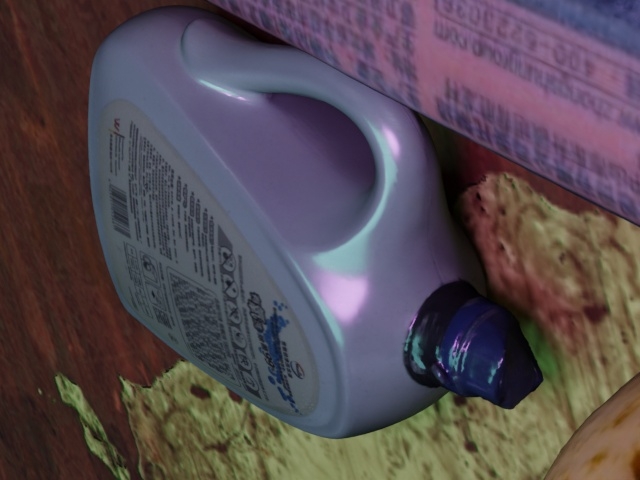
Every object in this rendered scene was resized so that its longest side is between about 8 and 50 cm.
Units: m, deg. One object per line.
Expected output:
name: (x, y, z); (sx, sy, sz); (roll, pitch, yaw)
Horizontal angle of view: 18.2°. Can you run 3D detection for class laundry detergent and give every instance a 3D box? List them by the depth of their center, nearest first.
laundry detergent: (0.000, 0.000, 1.025); (0.280, 0.105, 0.215); (26, 131, 44)

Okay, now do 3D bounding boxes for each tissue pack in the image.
tissue pack: (0.114, -0.109, 0.683); (0.316, 0.228, 0.103); (31, 136, 39)

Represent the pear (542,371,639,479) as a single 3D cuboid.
pear: (0.203, 0.170, 0.709); (0.309, 0.309, 0.309); (33, 137, 37)
